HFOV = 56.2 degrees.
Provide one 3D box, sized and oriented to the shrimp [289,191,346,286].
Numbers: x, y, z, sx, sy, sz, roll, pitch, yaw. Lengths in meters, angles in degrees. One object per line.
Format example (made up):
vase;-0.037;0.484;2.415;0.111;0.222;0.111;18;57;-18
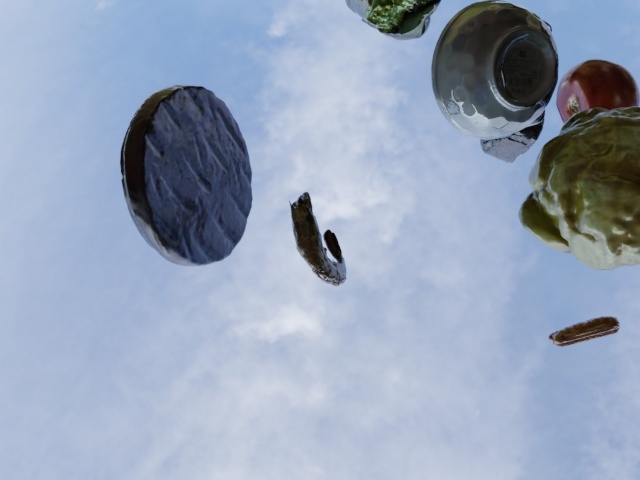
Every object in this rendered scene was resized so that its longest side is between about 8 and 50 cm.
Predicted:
shrimp;0.001;-0.001;1.358;0.058;0.173;0.253;-37;-138;23

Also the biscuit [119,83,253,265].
biscuit;-0.289;-0.140;1.332;0.091;0.407;0.407;0;-128;25

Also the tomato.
tomato;0.635;-0.321;1.369;0.136;0.195;0.195;-17;-130;-8

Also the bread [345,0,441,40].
bread;0.180;-0.663;1.541;0.208;0.251;0.376;18;-155;-15

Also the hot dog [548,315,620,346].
hot dog;0.556;0.191;1.266;0.144;0.062;0.038;-20;-121;20

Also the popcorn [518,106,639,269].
popcorn;0.524;-0.113;1.045;0.292;0.293;0.334;47;-137;14

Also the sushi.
sushi;0.546;-0.316;1.740;0.127;0.225;0.124;18;-103;-4

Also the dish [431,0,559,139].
dish;0.366;-0.331;1.165;0.303;0.303;0.120;-29;-160;-11
